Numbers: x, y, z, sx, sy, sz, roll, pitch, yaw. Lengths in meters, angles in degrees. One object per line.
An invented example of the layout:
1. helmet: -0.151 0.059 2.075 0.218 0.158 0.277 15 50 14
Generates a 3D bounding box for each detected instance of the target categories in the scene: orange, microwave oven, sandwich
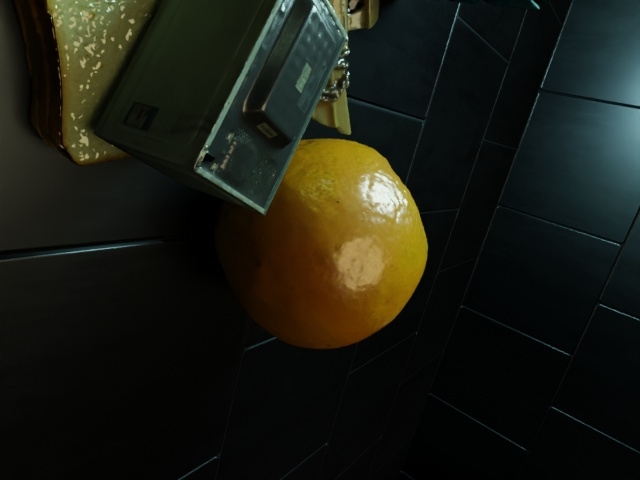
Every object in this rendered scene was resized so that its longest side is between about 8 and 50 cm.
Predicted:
1. orange: 0.000 0.000 0.660 0.312 0.312 0.312 -35 137 -40
2. microwave oven: -0.087 -0.149 0.442 0.205 0.163 0.129 -64 151 -5
3. sandwich: -0.199 -0.193 0.459 0.186 0.065 0.214 -27 133 -45

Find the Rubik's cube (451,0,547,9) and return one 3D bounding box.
1. Rubik's cube: 0.208 -0.516 0.640 0.288 0.283 0.293 -20 126 -50

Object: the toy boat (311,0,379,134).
1. toy boat: 0.004 -0.351 0.585 0.162 0.136 0.445 -18 131 -19
